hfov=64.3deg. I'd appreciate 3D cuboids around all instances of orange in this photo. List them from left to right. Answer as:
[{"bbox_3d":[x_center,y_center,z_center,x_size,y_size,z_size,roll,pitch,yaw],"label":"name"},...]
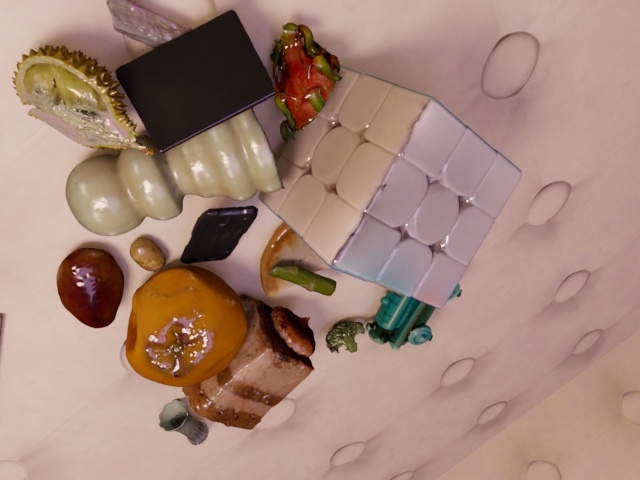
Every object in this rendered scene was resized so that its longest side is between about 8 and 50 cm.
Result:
[{"bbox_3d":[-0.262,0.180,1.000,0.248,0.183,0.249,-4,114,-8],"label":"orange"}]

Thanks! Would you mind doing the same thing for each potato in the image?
[{"bbox_3d":[-0.329,0.028,0.971,0.051,0.040,0.083,-38,137,-9],"label":"potato"}]

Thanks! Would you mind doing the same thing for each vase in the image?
[{"bbox_3d":[-0.343,0.475,1.307,0.081,0.081,0.149,-29,138,-5],"label":"vase"}]

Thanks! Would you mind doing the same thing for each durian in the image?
[{"bbox_3d":[-0.319,-0.196,0.721,0.208,0.102,0.146,37,141,-13],"label":"durian"}]

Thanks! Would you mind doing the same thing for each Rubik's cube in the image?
[{"bbox_3d":[0.116,-0.094,0.914,0.290,0.291,0.291,25,100,-38],"label":"Rubik's cube"}]

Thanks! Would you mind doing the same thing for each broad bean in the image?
[{"bbox_3d":[-0.422,0.086,0.941,0.114,0.084,0.165,-14,127,-41],"label":"broad bean"}]

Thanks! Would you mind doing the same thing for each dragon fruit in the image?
[{"bbox_3d":[-0.031,-0.271,0.853,0.142,0.138,0.175,-41,116,-28],"label":"dragon fruit"}]

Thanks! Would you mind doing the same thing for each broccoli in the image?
[{"bbox_3d":[0.069,0.255,1.345,0.095,0.092,0.097,-39,163,24],"label":"broccoli"}]

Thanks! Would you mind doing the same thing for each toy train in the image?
[{"bbox_3d":[0.235,0.161,1.349,0.194,0.120,0.298,9,121,-25],"label":"toy train"}]

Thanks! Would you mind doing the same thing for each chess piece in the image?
[{"bbox_3d":[-0.244,-0.109,0.829,0.330,0.182,0.182,-22,134,-5],"label":"chess piece"}]

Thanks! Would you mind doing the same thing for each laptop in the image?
[{"bbox_3d":[-0.179,-0.229,0.739,0.197,0.016,0.135,-27,100,-3],"label":"laptop"}]

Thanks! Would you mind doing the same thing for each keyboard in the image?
[{"bbox_3d":[-0.192,-0.006,0.940,0.106,0.016,0.262,-5,162,-25],"label":"keyboard"}]

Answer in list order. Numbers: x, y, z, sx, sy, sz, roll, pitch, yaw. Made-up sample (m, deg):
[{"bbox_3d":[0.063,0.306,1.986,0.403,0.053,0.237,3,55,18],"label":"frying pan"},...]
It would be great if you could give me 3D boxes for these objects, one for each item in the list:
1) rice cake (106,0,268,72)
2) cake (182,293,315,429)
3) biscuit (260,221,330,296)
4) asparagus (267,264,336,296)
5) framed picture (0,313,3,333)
[{"bbox_3d":[-0.193,-0.293,0.776,0.269,0.055,0.049,14,78,-36],"label":"rice cake"},{"bbox_3d":[-0.150,0.258,1.149,0.293,0.196,0.198,-42,133,9],"label":"cake"},{"bbox_3d":[0.000,0.000,1.132,0.308,0.040,0.205,-22,134,-13],"label":"biscuit"},{"bbox_3d":[-0.040,0.082,1.121,0.178,0.041,0.045,23,89,-36],"label":"asparagus"},{"bbox_3d":[-0.746,0.264,0.945,0.247,0.022,0.335,6,122,-33],"label":"framed picture"}]
